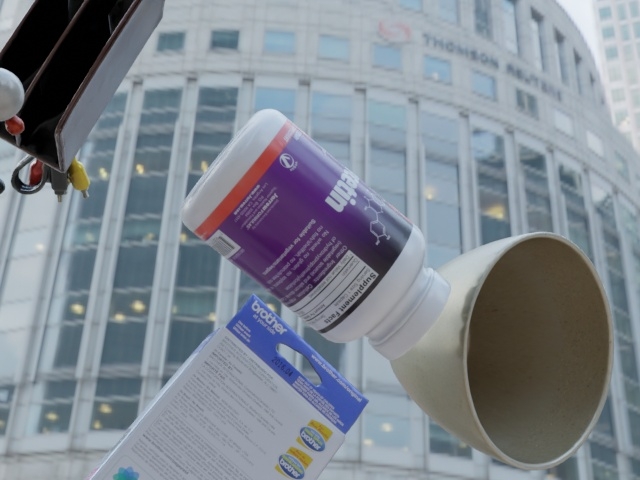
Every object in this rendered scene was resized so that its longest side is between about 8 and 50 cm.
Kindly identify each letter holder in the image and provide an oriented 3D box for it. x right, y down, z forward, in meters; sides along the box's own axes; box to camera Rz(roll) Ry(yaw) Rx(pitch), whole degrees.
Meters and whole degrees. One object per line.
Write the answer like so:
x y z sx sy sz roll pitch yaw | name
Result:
-0.357 -0.282 1.506 0.152 0.302 0.214 30 -16 -6 | letter holder

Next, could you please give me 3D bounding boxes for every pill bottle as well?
0.000 0.000 1.293 0.323 0.181 0.181 39 -43 -9 | pill bottle

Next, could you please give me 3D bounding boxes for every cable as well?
-0.478 -0.173 1.865 0.139 0.072 0.287 3 -46 -12 | cable

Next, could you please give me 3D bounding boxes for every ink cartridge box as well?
-0.107 0.229 1.098 0.186 0.311 0.065 42 -24 -6 | ink cartridge box

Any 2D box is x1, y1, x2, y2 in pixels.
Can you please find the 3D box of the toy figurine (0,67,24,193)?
-0.454 -0.120 1.201 0.209 0.213 0.148 17 2 -19 | toy figurine

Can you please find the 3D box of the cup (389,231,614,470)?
0.238 0.153 1.552 0.331 0.331 0.237 30 -19 -36 | cup
